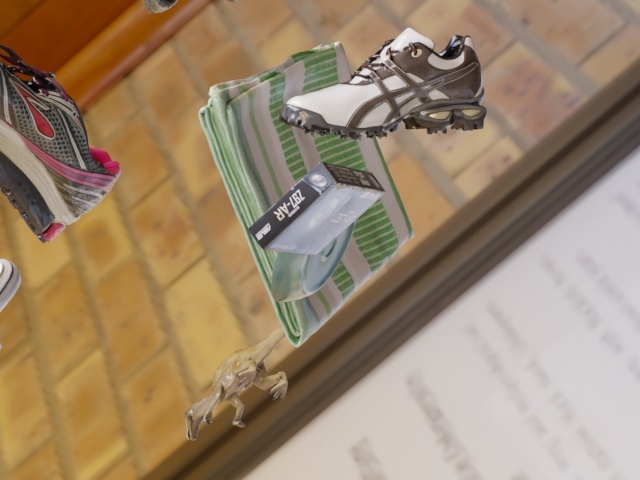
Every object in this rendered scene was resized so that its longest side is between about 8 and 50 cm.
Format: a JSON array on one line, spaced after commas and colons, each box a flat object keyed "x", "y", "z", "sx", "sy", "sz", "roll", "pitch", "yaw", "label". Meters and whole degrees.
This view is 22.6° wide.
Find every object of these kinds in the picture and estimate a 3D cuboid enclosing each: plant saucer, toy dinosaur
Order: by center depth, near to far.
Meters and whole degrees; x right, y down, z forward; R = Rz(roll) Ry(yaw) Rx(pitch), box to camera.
[{"x": 0.000, "y": 0.000, "z": 1.286, "sx": 0.021, "sy": 0.119, "sz": 0.119, "roll": 25, "pitch": 177, "yaw": 18, "label": "plant saucer"}, {"x": -0.072, "y": 0.127, "z": 1.575, "sx": 0.053, "sy": 0.183, "sz": 0.092, "roll": 48, "pitch": 175, "yaw": -27, "label": "toy dinosaur"}]

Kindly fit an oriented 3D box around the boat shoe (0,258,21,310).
[{"x": -0.488, "y": 0.086, "z": 2.045, "sx": 0.083, "sy": 0.226, "sz": 0.076, "roll": 36, "pitch": 157, "yaw": 41, "label": "boat shoe"}]

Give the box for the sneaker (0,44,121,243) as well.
[{"x": -0.305, "y": -0.138, "z": 1.558, "sx": 0.121, "sy": 0.112, "sz": 0.299, "roll": 43, "pitch": 166, "yaw": 47, "label": "sneaker"}]

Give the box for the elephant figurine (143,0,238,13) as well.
[{"x": -0.117, "y": -0.290, "z": 1.530, "sx": 0.186, "sy": 0.239, "sz": 0.169, "roll": 32, "pitch": -127, "yaw": -18, "label": "elephant figurine"}]

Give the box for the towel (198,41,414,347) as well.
[{"x": -0.004, "y": -0.062, "z": 1.579, "sx": 0.248, "sy": 0.038, "sz": 0.325, "roll": 69, "pitch": -155, "yaw": -8, "label": "towel"}]

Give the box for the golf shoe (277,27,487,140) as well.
[{"x": 0.052, "y": -0.135, "z": 1.373, "sx": 0.077, "sy": 0.198, "sz": 0.094, "roll": 20, "pitch": 114, "yaw": 56, "label": "golf shoe"}]

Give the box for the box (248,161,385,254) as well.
[{"x": -0.001, "y": -0.020, "z": 1.036, "sx": 0.018, "sy": 0.067, "sz": 0.083, "roll": 53, "pitch": -163, "yaw": 18, "label": "box"}]
